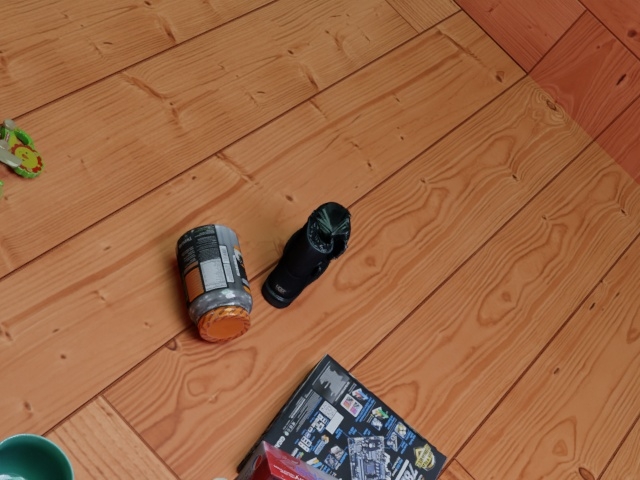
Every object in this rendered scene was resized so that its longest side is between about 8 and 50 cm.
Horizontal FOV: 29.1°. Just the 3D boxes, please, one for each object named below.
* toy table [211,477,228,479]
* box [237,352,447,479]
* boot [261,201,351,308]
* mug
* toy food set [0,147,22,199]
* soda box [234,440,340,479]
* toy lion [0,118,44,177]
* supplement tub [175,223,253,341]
[{"bbox_3d":[-0.141,0.495,1.807,0.274,0.161,0.252,-11,62,-42],"label":"toy table"},{"bbox_3d":[0.046,0.383,2.119,0.293,0.073,0.295,41,40,-1],"label":"box"},{"bbox_3d":[0.000,0.000,2.319,0.094,0.207,0.246,40,40,-1],"label":"boot"},{"bbox_3d":[-0.434,0.362,1.745,0.129,0.097,0.158,40,41,-1],"label":"mug"},{"bbox_3d":[-0.602,-0.096,2.076,0.132,0.038,0.192,31,46,-1],"label":"toy food set"},{"bbox_3d":[0.004,0.402,1.820,0.263,0.083,0.092,30,14,-21],"label":"soda box"},{"bbox_3d":[-0.532,-0.157,2.183,0.096,0.034,0.100,31,35,-27],"label":"toy lion"},{"bbox_3d":[-0.186,0.077,2.177,0.117,0.117,0.190,8,51,-33],"label":"supplement tub"}]
